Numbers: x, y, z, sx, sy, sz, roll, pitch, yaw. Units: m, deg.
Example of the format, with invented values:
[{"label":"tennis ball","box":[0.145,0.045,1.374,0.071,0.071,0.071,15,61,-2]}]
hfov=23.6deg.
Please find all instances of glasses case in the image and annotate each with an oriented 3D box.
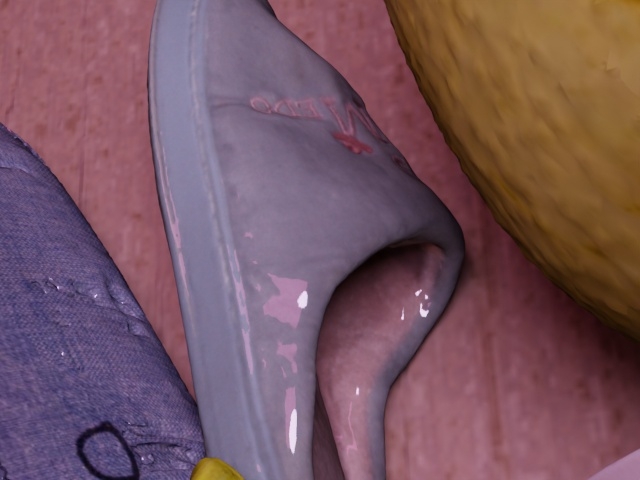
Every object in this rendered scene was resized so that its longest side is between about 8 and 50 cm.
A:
[{"label":"glasses case","box":[-0.110,0.043,0.556,0.067,0.109,0.282,-49,55,25]}]

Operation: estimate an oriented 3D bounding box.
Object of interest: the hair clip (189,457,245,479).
[{"label":"hair clip","box":[0.017,0.135,0.463,0.173,0.046,0.072,40,33,-2]}]

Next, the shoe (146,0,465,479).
[{"label":"shoe","box":[0.000,0.000,0.554,0.100,0.103,0.251,-14,64,9]}]

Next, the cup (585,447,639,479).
[{"label":"cup","box":[0.175,0.132,0.342,0.192,0.253,0.200,-2,61,-18]}]

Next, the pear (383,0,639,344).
[{"label":"pear","box":[0.175,-0.116,0.423,0.348,0.348,0.348,-7,61,13]}]
